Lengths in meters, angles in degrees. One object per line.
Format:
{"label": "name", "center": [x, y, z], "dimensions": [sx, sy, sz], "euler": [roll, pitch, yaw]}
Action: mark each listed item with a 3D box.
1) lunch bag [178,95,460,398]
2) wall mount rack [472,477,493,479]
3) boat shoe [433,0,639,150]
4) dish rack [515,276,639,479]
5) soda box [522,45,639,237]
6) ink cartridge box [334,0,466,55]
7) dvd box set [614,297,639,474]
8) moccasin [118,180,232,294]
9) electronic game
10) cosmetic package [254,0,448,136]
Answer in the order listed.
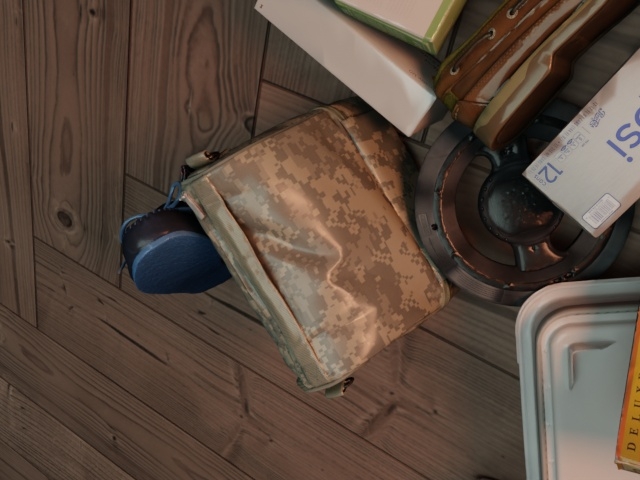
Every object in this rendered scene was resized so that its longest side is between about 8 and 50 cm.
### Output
{"label": "lunch bag", "center": [0.000, 0.000, 0.777], "dimensions": [0.213, 0.256, 0.305], "euler": [-29, 93, 39]}
{"label": "wall mount rack", "center": [0.328, 0.471, 0.861], "dimensions": [0.304, 0.130, 0.349], "euler": [11, 117, 34]}
{"label": "boat shoe", "center": [0.224, -0.230, 0.592], "dimensions": [0.307, 0.111, 0.104], "euler": [-49, 69, 19]}
{"label": "dish rack", "center": [0.361, 0.203, 0.673], "dimensions": [0.286, 0.072, 0.332], "euler": [-5, 106, 11]}
{"label": "soda box", "center": [0.313, -0.139, 0.566], "dimensions": [0.091, 0.098, 0.286], "euler": [44, 114, 10]}
{"label": "ink cartridge box", "center": [0.055, -0.320, 0.667], "dimensions": [0.235, 0.056, 0.171], "euler": [30, 98, 14]}
{"label": "dvd box set", "center": [0.474, 0.080, 0.493], "dimensions": [0.421, 0.307, 0.062], "euler": [6, 157, 31]}
{"label": "moccasin", "center": [-0.205, 0.004, 0.895], "dimensions": [0.116, 0.138, 0.342], "euler": [62, 174, 9]}
{"label": "electronic game", "center": [0.217, -0.041, 0.702], "dimensions": [0.229, 0.048, 0.229], "euler": [1, 97, 10]}
{"label": "cosmetic package", "center": [0.046, -0.224, 0.745], "dimensions": [0.239, 0.099, 0.060], "euler": [42, 128, 10]}
